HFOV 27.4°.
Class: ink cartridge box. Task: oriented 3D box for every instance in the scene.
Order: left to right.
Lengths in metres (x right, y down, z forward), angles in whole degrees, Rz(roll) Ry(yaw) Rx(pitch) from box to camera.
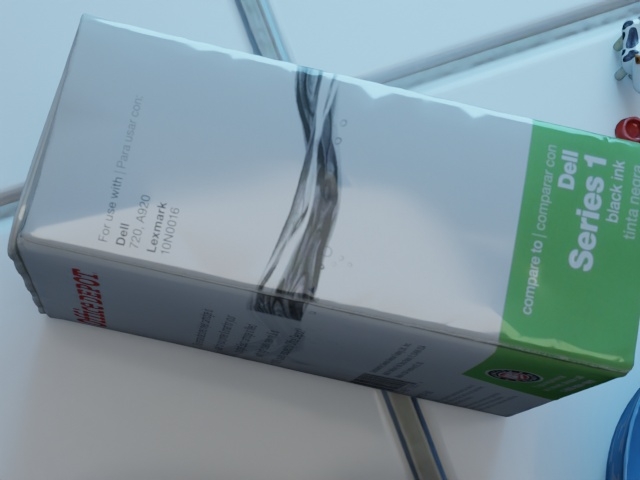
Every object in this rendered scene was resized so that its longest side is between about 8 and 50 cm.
[{"bbox_3d":[0.000,0.000,0.526,0.219,0.160,0.092,13,76,-5],"label":"ink cartridge box"}]

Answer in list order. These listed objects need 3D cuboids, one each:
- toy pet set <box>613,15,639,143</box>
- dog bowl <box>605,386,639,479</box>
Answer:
[{"bbox_3d":[0.203,-0.107,0.624,0.122,0.065,0.114,-3,79,-8],"label":"toy pet set"},{"bbox_3d":[0.265,0.118,0.581,0.297,0.074,0.166,7,78,-6],"label":"dog bowl"}]
